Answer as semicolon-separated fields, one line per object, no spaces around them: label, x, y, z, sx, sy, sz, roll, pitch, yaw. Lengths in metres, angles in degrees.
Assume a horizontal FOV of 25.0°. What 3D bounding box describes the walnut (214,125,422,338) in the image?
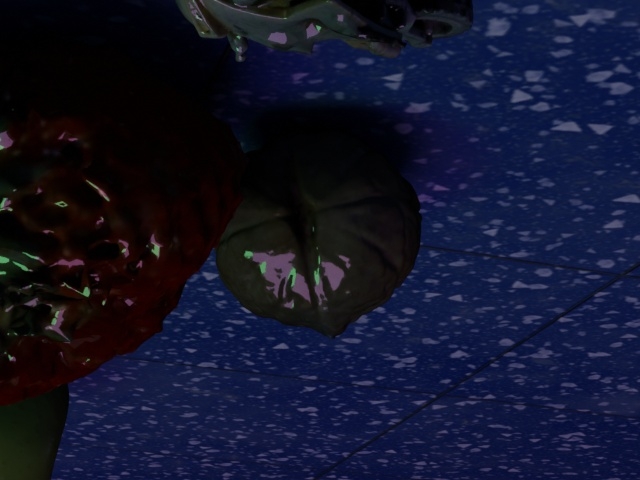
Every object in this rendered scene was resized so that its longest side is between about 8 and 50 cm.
walnut;-0.001;-0.002;1.218;0.178;0.178;0.230;0;164;4

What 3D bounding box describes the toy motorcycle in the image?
toy motorcycle;-0.004;-0.161;0.921;0.129;0.094;0.229;-9;169;36

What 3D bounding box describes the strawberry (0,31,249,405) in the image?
strawberry;-0.206;-0.019;1.093;0.312;0.267;0.351;-5;-178;7

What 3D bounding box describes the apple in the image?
apple;-0.424;0.222;1.701;0.279;0.279;0.279;2;158;1
